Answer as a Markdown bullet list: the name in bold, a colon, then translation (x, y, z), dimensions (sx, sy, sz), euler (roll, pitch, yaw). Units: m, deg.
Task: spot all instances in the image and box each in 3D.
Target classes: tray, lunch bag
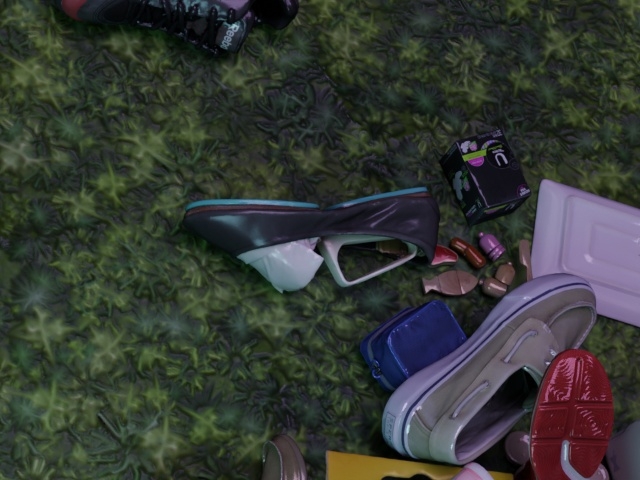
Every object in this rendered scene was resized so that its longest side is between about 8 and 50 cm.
- **tray**: translation (0.363, 0.026, 1.827), dimensions (0.270, 0.030, 0.145), euler (17, 61, -12)
- **lunch bag**: translation (0.090, 0.110, 1.670), dimensions (0.098, 0.065, 0.067), euler (-32, 96, -30)

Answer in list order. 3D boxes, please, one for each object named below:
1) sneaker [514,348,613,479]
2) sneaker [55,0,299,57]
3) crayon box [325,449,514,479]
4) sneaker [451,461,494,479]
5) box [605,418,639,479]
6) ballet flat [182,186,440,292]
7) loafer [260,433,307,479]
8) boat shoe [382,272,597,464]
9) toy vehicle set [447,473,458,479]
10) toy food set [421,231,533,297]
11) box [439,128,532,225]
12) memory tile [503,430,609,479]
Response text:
- **sneaker**: translation (0.218, 0.207, 1.606), dimensions (0.087, 0.128, 0.221), euler (5, 95, -16)
- **sneaker**: translation (-0.141, -0.256, 1.734), dimensions (0.276, 0.097, 0.135), euler (-12, 69, -25)
- **crayon box**: translation (0.083, 0.368, 1.539), dimensions (0.202, 0.081, 0.319), euler (10, 64, -16)
- **sneaker**: translation (0.155, 0.272, 1.492), dimensions (0.070, 0.051, 0.134), euler (-35, 79, -28)
- **box**: translation (0.433, 0.233, 1.688), dimensions (0.232, 0.148, 0.127), euler (-5, 69, -21)
- **ballet flat**: translation (0.000, 0.000, 1.675), dimensions (0.280, 0.095, 0.096), euler (-4, 80, -21)
- **loafer**: translation (-0.043, 0.254, 1.560), dimensions (0.050, 0.056, 0.148), euler (6, 64, -24)
- **boat shoe**: translation (0.191, 0.136, 1.649), dimensions (0.094, 0.109, 0.302), euler (23, 46, 40)
- **toy vehicle set**: translation (0.142, 0.358, 1.498), dimensions (0.166, 0.035, 0.267), euler (-25, 77, -28)
- **toy food set**: translation (0.164, 0.026, 1.763), dimensions (0.122, 0.019, 0.078), euler (2, 66, -11)
- **box**: translation (0.179, -0.068, 1.790), dimensions (0.062, 0.052, 0.083), euler (-16, 74, -24)
- **memory tile**: translation (0.250, 0.263, 1.687), dimensions (0.113, 0.012, 0.148), euler (-3, 67, -21)
